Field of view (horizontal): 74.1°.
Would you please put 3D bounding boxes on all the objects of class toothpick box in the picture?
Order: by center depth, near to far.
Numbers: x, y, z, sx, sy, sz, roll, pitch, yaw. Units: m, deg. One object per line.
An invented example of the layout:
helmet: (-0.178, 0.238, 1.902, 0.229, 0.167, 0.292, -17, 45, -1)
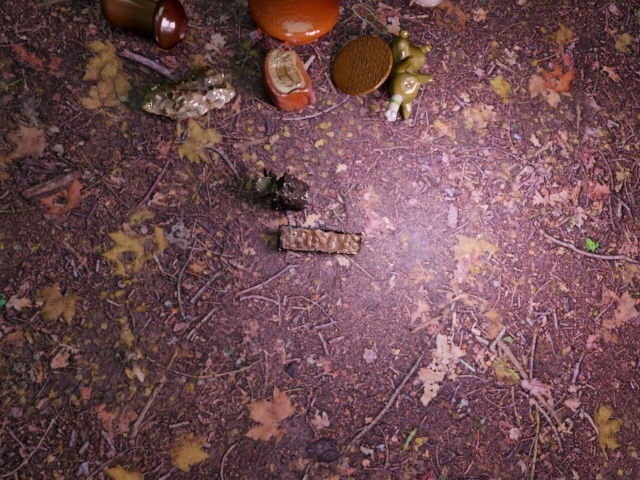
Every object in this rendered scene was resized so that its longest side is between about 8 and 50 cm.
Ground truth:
toothpick box: (-0.650, -0.846, 1.590, 0.294, 0.192, 0.192, 21, 76, 1)

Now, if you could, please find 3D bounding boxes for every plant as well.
plant: (-0.142, -0.184, 1.573, 0.203, 0.131, 0.143, 11, 80, -7)

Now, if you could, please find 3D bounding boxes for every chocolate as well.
chocolate: (0.000, -0.004, 1.601, 0.329, 0.065, 0.103, 5, 96, -9)

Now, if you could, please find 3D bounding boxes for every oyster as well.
oyster: (-0.500, -0.556, 1.597, 0.354, 0.107, 0.201, -30, 82, -15)

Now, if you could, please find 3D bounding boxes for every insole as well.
insole: (0.221, -0.976, 1.867, 0.193, 0.006, 0.065, 40, 75, 0)

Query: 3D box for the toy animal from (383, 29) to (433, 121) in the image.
toy animal: (0.353, -0.654, 1.730, 0.181, 0.180, 0.363, 12, 69, -41)

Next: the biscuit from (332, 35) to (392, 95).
biscuit: (0.170, -0.709, 1.729, 0.261, 0.037, 0.262, -6, 76, 24)

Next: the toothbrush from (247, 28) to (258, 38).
toothbrush: (-0.182, -0.914, 1.771, 0.288, 0.021, 0.024, -37, 92, -15)

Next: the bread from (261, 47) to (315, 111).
bread: (-0.140, -0.639, 1.672, 0.190, 0.123, 0.244, -23, 82, -13)

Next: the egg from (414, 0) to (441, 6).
egg: (0.468, -1.134, 1.856, 0.183, 0.183, 0.217, -35, 90, -15)

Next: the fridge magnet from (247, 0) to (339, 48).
fridge magnet: (-0.105, -0.922, 1.682, 0.363, 0.155, 0.364, 2, 68, -4)
